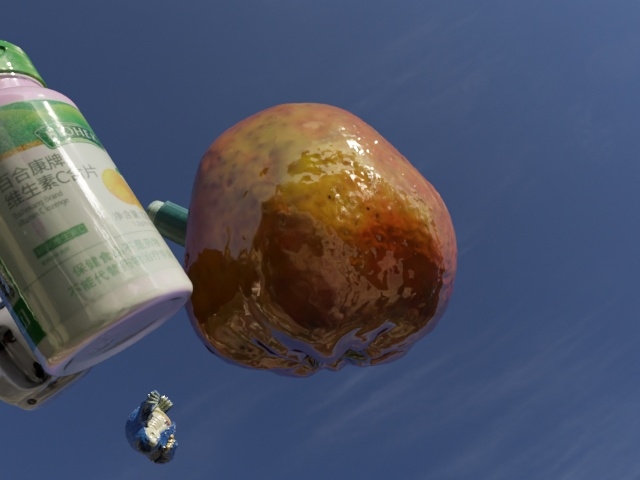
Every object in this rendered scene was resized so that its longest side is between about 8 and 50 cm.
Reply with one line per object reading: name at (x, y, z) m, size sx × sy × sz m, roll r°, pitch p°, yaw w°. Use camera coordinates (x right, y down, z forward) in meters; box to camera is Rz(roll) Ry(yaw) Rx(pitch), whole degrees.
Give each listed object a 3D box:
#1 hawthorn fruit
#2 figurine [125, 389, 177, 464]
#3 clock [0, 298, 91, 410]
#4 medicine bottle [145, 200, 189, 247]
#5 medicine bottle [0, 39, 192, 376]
hawthorn fruit at (0.000, 0.000, 0.924) m, size 0.472 × 0.472 × 0.471 m, roll -1°, pitch -81°, yaw -9°
figurine at (-0.412, 0.461, 1.346) m, size 0.121 × 0.262 × 0.164 m, roll -15°, pitch -106°, yaw -14°
clock at (-0.331, 0.086, 0.769) m, size 0.254 × 0.189 × 0.189 m, roll -35°, pitch -78°, yaw 0°
medicine bottle at (-0.274, -0.019, 1.203) m, size 0.258 × 0.124 × 0.079 m, roll 23°, pitch -90°, yaw 24°
medicine bottle at (-0.234, -0.033, 0.474) m, size 0.133 × 0.133 × 0.274 m, roll -36°, pitch -98°, yaw -3°
